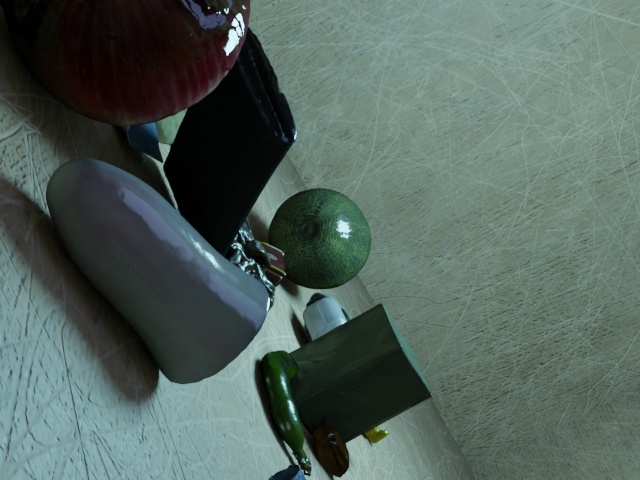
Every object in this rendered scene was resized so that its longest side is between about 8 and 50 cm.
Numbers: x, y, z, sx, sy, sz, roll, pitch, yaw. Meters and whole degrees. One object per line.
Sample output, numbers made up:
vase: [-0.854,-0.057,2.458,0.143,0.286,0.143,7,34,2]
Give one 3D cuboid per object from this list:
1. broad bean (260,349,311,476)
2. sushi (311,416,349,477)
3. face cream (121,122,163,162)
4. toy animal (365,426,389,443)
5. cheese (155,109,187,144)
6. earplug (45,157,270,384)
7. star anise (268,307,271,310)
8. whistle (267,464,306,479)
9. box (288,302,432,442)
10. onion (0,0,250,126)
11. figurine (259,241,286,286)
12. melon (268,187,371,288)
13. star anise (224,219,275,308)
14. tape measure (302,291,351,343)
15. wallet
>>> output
broad bean: [-0.062,0.268,1.947,0.292,0.049,0.144,-104,171,-56]
sushi: [0.020,0.381,2.059,0.120,0.052,0.055,58,7,-31]
face cream: [-0.356,-0.316,1.920,0.385,0.086,0.135,69,11,13]
toy animal: [0.056,0.314,2.298,0.230,0.156,0.156,53,5,9]
cheese: [-0.247,-0.312,2.073,0.173,0.248,0.251,53,18,-48]
earplug: [-0.214,0.016,1.360,0.301,0.172,0.172,52,11,-32]
star anise: [-0.144,0.125,1.821,0.097,0.070,0.190,34,11,-3]
whistle: [0.015,0.470,1.638,0.304,0.062,0.062,61,7,-9]
box: [0.065,0.257,2.124,0.149,0.231,0.155,57,8,-33]
onion: [-0.269,-0.335,1.558,0.353,0.354,0.353,61,7,-12]
figurine: [-0.130,0.044,2.247,0.098,0.082,0.154,39,14,-18]
melon: [0.000,0.000,2.639,0.237,0.237,0.302,64,6,13]
star anise: [-0.146,0.021,2.069,0.220,0.099,0.214,53,20,-53]
tape measure: [0.031,0.219,2.497,0.236,0.120,0.197,-117,-179,-56]
wallet: [-0.156,-0.142,1.812,0.228,0.062,0.406,65,-30,19]
